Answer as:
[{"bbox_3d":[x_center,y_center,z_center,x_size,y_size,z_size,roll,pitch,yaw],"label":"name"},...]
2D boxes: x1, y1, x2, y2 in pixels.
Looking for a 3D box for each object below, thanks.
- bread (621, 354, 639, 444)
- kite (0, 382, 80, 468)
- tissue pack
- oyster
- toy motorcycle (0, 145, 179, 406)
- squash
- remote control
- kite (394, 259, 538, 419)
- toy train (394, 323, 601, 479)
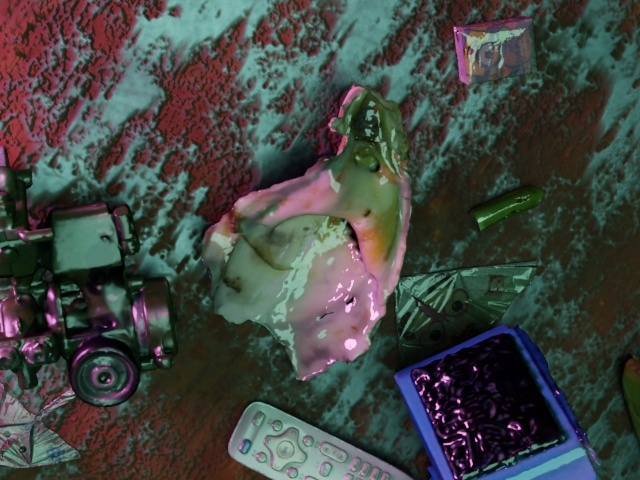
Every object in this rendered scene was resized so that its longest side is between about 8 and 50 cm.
[{"bbox_3d":[0.562,0.202,1.852,0.362,0.233,0.245,-21,104,-10],"label":"bread"},{"bbox_3d":[-0.306,0.189,1.783,0.137,0.005,0.152,43,91,-18],"label":"kite"},{"bbox_3d":[0.189,-0.205,1.778,0.083,0.035,0.063,-11,105,-8],"label":"tissue pack"},{"bbox_3d":[-0.002,-0.004,1.754,0.271,0.100,0.275,-28,119,-2],"label":"oyster"},{"bbox_3d":[-0.256,0.036,1.696,0.205,0.127,0.275,-8,107,-7],"label":"toy motorcycle"},{"bbox_3d":[0.207,-0.038,1.824,0.083,0.027,0.027,-25,106,-6],"label":"squash"},{"bbox_3d":[0.007,0.254,1.844,0.229,0.044,0.073,27,85,-8],"label":"remote control"},{"bbox_3d":[0.177,0.116,1.863,0.250,0.012,0.229,40,93,-18],"label":"kite"},{"bbox_3d":[0.204,0.254,1.743,0.188,0.300,0.265,-23,125,-1],"label":"toy train"}]
